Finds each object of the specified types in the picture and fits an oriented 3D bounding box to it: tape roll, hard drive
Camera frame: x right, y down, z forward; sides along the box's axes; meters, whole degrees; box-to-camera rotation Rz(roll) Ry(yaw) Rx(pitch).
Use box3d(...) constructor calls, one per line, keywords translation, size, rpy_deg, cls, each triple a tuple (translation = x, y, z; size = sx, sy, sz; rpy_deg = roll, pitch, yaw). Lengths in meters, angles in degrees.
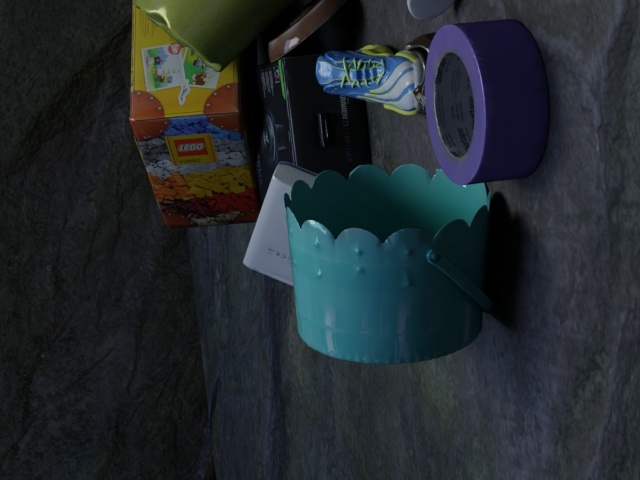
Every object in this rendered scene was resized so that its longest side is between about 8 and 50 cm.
box3d(translation=(0.191, -0.162, 1.553), size=(0.189, 0.080, 0.189), rpy_deg=(172, 90, -75), cls="tape roll")
box3d(translation=(0.000, 0.000, 2.109), size=(0.318, 0.210, 0.040), rpy_deg=(115, 178, -63), cls="hard drive")

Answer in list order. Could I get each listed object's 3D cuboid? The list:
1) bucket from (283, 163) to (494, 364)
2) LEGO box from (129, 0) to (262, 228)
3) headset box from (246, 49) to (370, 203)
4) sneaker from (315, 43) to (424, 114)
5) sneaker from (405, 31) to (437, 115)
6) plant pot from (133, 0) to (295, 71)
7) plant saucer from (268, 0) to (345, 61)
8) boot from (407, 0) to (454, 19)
box3d(translation=(0.087, 0.025, 1.677), size=(0.281, 0.281, 0.183), rpy_deg=(-132, 37, -65), cls="bucket")
box3d(translation=(-0.224, -0.329, 2.469), size=(0.372, 0.193, 0.500), rpy_deg=(82, -176, -60), cls="LEGO box")
box3d(translation=(-0.018, -0.181, 2.208), size=(0.283, 0.131, 0.246), rpy_deg=(-166, 69, -73), cls="headset box")
box3d(translation=(0.066, -0.225, 1.888), size=(0.240, 0.126, 0.091), rpy_deg=(-142, 46, -69), cls="sneaker")
box3d(translation=(0.153, -0.173, 1.700), size=(0.066, 0.071, 0.188), rpy_deg=(137, 125, -71), cls="sneaker")
box3d(translation=(-0.156, -0.422, 2.136), size=(0.254, 0.276, 0.276), rpy_deg=(-51, 22, 0), cls="plant pot")
box3d(translation=(-0.024, -0.349, 2.112), size=(0.029, 0.168, 0.168), rpy_deg=(49, 171, -14), cls="plant saucer")
box3d(translation=(0.149, -0.373, 1.658), size=(0.190, 0.069, 0.086), rpy_deg=(111, 156, -45), cls="boot")
